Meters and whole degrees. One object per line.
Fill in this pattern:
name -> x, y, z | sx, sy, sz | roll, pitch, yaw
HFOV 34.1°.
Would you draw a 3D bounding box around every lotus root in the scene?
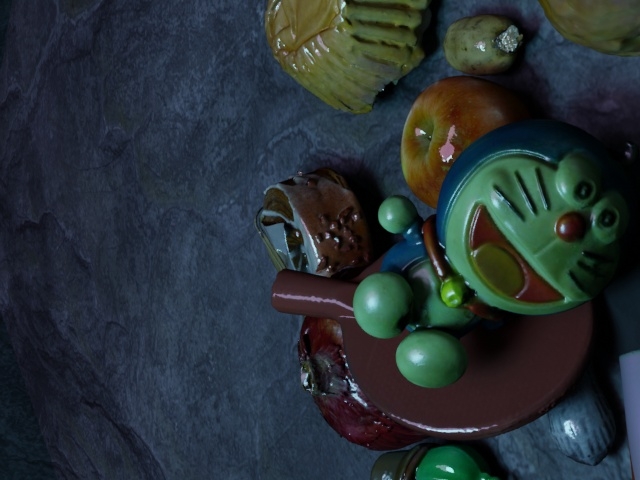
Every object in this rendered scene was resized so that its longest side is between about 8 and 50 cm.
lotus root -> 0.189, -0.228, 1.220 | 0.152, 0.063, 0.072 | 8, 93, 61

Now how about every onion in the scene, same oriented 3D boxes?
onion -> 0.067, 0.156, 1.339 | 0.252, 0.219, 0.252 | 9, 102, 45

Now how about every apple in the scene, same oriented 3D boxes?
apple -> 0.173, -0.107, 1.204 | 0.163, 0.139, 0.163 | -31, 55, 59

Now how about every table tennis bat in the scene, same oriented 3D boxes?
table tennis bat -> 0.116, 0.086, 1.202 | 0.415, 0.051, 0.268 | 7, 66, 35

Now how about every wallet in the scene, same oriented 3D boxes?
wallet -> 0.349, 0.032, 1.047 | 0.124, 0.025, 0.244 | 45, 132, 45

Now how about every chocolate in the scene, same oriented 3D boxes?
chocolate -> 0.276, 0.165, 1.148 | 0.072, 0.072, 0.167 | -34, 64, 55

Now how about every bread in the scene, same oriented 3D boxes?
bread -> 0.026, -0.302, 1.384 | 0.274, 0.149, 0.274 | 16, 108, 60
bread -> 0.000, 0.000, 1.506 | 0.224, 0.142, 0.212 | 57, 154, 34

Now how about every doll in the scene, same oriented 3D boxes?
doll -> 0.186, -0.003, 1.071 | 0.322, 0.186, 0.198 | -32, 106, 21

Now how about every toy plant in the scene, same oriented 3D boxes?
toy plant -> 0.157, 0.326, 1.343 | 0.200, 0.105, 0.143 | 1, 107, 46

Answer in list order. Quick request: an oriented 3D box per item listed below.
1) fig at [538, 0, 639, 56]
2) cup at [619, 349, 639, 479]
fig -> 0.332, -0.312, 0.860 | 0.369, 0.286, 0.286 | -12, 85, 22
cup -> 0.361, 0.236, 0.934 | 0.203, 0.203, 0.288 | -29, 64, 56
